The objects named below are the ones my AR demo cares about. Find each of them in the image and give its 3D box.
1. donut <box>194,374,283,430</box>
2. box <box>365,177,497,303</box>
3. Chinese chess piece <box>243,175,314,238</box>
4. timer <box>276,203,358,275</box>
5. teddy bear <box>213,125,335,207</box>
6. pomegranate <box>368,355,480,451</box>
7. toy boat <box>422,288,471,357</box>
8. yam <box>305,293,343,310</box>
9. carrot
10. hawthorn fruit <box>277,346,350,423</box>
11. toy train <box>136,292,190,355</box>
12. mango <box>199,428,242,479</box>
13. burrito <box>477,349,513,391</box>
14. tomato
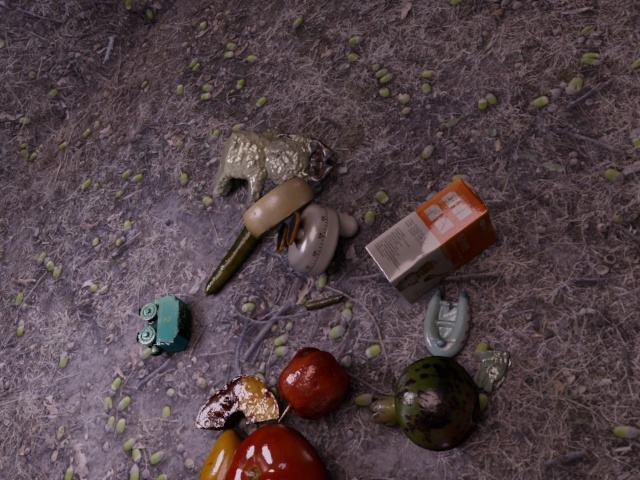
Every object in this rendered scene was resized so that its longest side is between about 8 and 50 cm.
[{"bbox_3d":[-0.236,0.502,1.809,0.295,0.112,0.151,-13,56,19],"label":"donut"},{"bbox_3d":[0.331,0.005,1.714,0.341,0.225,0.143,-38,59,5],"label":"box"},{"bbox_3d":[-0.137,-0.109,1.929,0.251,0.251,0.097,-36,91,5],"label":"Chinese chess piece"},{"bbox_3d":[0.000,0.000,1.895,0.233,0.240,0.234,-165,90,-72],"label":"timer"},{"bbox_3d":[-0.178,-0.262,2.154,0.362,0.375,0.327,15,68,-14],"label":"teddy bear"},{"bbox_3d":[0.278,0.419,1.564,0.306,0.242,0.242,-2,62,57],"label":"pomegranate"},{"bbox_3d":[0.357,0.234,1.681,0.134,0.079,0.208,6,68,24],"label":"toy boat"},{"bbox_3d":[0.015,0.198,1.884,0.129,0.027,0.033,-16,29,20],"label":"yam"},{"bbox_3d":[-0.298,0.051,2.078,0.074,0.074,0.359,32,84,33],"label":"carrot"},{"bbox_3d":[-0.041,0.429,1.687,0.243,0.207,0.207,-44,56,-10],"label":"hawthorn fruit"},{"bbox_3d":[-0.538,0.294,2.052,0.163,0.112,0.203,-11,63,13],"label":"toy train"},{"bbox_3d":[-0.287,0.669,1.743,0.144,0.112,0.219,-9,62,51],"label":"mango"},{"bbox_3d":[0.468,0.353,1.592,0.074,0.044,0.118,14,69,26],"label":"burrito"},{"bbox_3d":[-0.111,0.649,1.604,0.298,0.226,0.299,-33,41,34],"label":"tomato"}]
